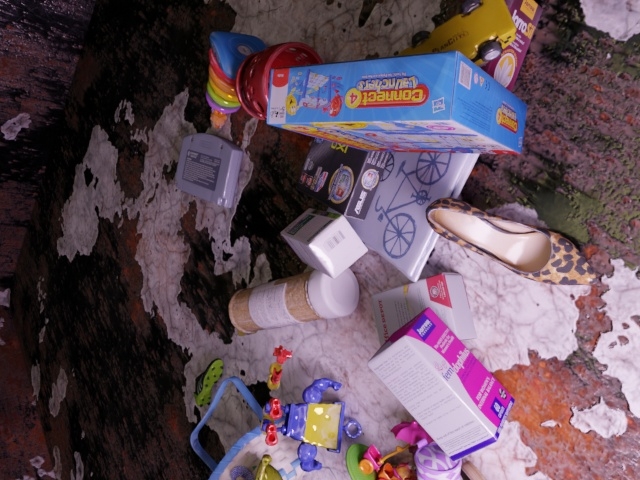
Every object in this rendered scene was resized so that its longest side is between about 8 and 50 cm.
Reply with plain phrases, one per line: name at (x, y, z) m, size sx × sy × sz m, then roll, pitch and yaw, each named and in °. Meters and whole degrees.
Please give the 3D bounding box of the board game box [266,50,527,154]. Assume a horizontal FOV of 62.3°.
board game box at (0.128, -0.201, 0.838) m, size 0.302 × 0.308 × 0.086 m, roll 8°, pitch 94°, yaw 36°

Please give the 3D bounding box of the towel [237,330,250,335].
towel at (-0.205, 0.233, 1.469) m, size 0.083 × 0.009 × 0.060 m, roll -16°, pitch 75°, yaw 44°

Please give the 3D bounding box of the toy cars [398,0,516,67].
toy cars at (0.273, -0.405, 0.849) m, size 0.176 × 0.087 × 0.393 m, roll 33°, pitch 106°, yaw 34°

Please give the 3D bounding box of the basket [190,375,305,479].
basket at (-0.184, 0.508, 1.285) m, size 0.289 × 0.201 × 0.254 m, roll 42°, pitch 117°, yaw 28°

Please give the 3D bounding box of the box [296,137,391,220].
box at (0.063, -0.203, 1.150) m, size 0.216 × 0.060 × 0.270 m, roll 35°, pitch 107°, yaw 53°

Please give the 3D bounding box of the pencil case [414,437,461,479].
pencil case at (0.204, 0.463, 0.951) m, size 0.088 × 0.086 × 0.206 m, roll 18°, pitch 114°, yaw 50°

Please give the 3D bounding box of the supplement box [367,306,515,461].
supplement box at (0.207, 0.245, 0.914) m, size 0.220 × 0.111 × 0.114 m, roll 46°, pitch 130°, yaw 7°

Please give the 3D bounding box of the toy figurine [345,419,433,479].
toy figurine at (0.162, 0.428, 1.023) m, size 0.173 × 0.130 × 0.159 m, roll 48°, pitch 111°, yaw 12°

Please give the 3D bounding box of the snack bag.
snack bag at (0.153, -0.128, 1.087) m, size 0.342 × 0.037 × 0.323 m, roll 38°, pitch 109°, yaw 51°

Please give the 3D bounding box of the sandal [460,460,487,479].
sandal at (0.328, 0.447, 0.868) m, size 0.240 × 0.079 × 0.088 m, roll 48°, pitch 162°, yaw 55°

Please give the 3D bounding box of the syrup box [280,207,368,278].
syrup box at (0.000, 0.000, 1.138) m, size 0.093 × 0.096 × 0.237 m, roll -40°, pitch 18°, yaw -10°

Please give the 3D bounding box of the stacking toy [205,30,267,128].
stacking toy at (-0.265, -0.431, 1.516) m, size 0.302 × 0.166 × 0.175 m, roll -50°, pitch 57°, yaw 48°

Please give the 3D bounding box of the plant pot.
plant pot at (-0.104, -0.383, 1.299) m, size 0.174 × 0.191 × 0.191 m, roll 21°, pitch 101°, yaw 48°

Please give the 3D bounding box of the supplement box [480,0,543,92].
supplement box at (0.304, -0.338, 0.939) m, size 0.081 × 0.104 × 0.188 m, roll 30°, pitch 107°, yaw 42°

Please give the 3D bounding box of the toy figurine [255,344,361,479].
toy figurine at (-0.016, 0.415, 1.116) m, size 0.191 × 0.217 × 0.362 m, roll 118°, pitch 161°, yaw -66°

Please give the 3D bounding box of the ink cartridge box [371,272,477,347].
ink cartridge box at (0.196, 0.146, 1.026) m, size 0.175 × 0.072 × 0.127 m, roll -23°, pitch 70°, yaw 41°

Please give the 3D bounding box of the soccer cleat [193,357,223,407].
soccer cleat at (-0.335, 0.407, 1.551) m, size 0.072 × 0.060 × 0.179 m, roll 44°, pitch 119°, yaw 40°

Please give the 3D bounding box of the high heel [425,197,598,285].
high heel at (0.297, 0.007, 0.856) m, size 0.261 × 0.186 × 0.093 m, roll 35°, pitch 110°, yaw 42°

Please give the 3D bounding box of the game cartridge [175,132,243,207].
game cartridge at (-0.344, -0.226, 1.623) m, size 0.297 × 0.062 × 0.198 m, roll 22°, pitch 98°, yaw 44°

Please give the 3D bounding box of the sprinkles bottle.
sprinkles bottle at (-0.074, 0.145, 1.265) m, size 0.355 × 0.121 × 0.121 m, roll -18°, pitch 73°, yaw 43°
